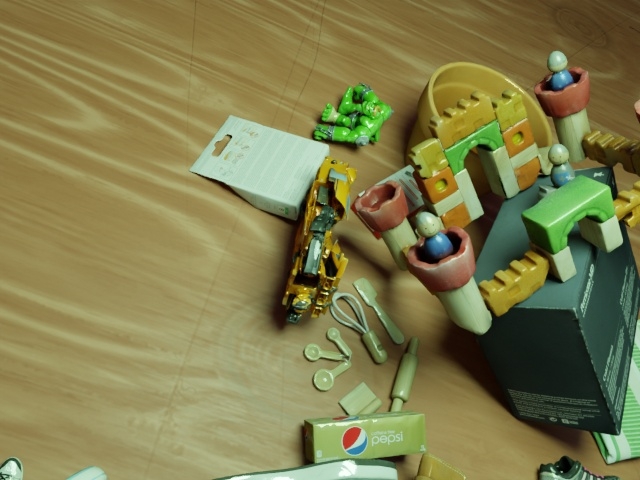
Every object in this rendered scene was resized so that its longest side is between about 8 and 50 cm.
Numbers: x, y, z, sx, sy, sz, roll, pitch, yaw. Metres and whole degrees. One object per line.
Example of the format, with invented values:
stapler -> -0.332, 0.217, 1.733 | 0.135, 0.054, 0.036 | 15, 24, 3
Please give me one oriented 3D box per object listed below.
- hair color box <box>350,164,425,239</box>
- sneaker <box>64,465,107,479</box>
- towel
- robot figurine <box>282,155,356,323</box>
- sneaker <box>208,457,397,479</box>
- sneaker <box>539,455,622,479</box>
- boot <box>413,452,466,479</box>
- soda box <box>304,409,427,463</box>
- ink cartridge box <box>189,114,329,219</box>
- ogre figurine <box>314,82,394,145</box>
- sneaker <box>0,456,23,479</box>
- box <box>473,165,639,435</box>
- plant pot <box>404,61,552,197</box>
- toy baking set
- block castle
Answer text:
hair color box -> 0.155, -0.083, 1.054 | 0.167, 0.053, 0.093 | -31, 75, -31
sneaker -> -0.310, 0.427, 0.531 | 0.208, 0.127, 0.319 | 40, 65, 7
towel -> 0.649, 0.298, 1.038 | 0.325, 0.038, 0.247 | -6, 64, -26
robot figurine -> 0.000, 0.000, 0.855 | 0.085, 0.211, 0.290 | 14, 47, -5
sneaker -> -0.022, 0.395, 0.658 | 0.296, 0.123, 0.178 | -2, 58, -15
sneaker -> 0.452, 0.413, 0.873 | 0.171, 0.063, 0.074 | 2, 67, -15
boot -> 0.135, 0.401, 0.684 | 0.283, 0.109, 0.220 | 39, 54, -26
soda box -> 0.069, 0.301, 0.773 | 0.182, 0.061, 0.058 | 0, 78, -16
ink cartridge box -> -0.116, -0.149, 1.001 | 0.225, 0.056, 0.180 | 17, 54, 11
ogre figurine -> 0.083, -0.275, 1.119 | 0.118, 0.096, 0.197 | 27, 37, 17
sneaker -> -0.393, 0.310, 0.617 | 0.032, 0.037, 0.083 | 14, 56, -12
box -> 0.429, 0.097, 0.894 | 0.343, 0.179, 0.312 | -54, 125, -36
plant pot -> 0.317, -0.212, 1.102 | 0.291, 0.203, 0.290 | 10, 58, -17
toy baking set -> 0.084, 0.187, 0.881 | 0.197, 0.030, 0.256 | 32, 55, -2
block castle -> 0.300, -0.099, 0.778 | 0.454, 0.303, 0.212 | -32, 119, -1
